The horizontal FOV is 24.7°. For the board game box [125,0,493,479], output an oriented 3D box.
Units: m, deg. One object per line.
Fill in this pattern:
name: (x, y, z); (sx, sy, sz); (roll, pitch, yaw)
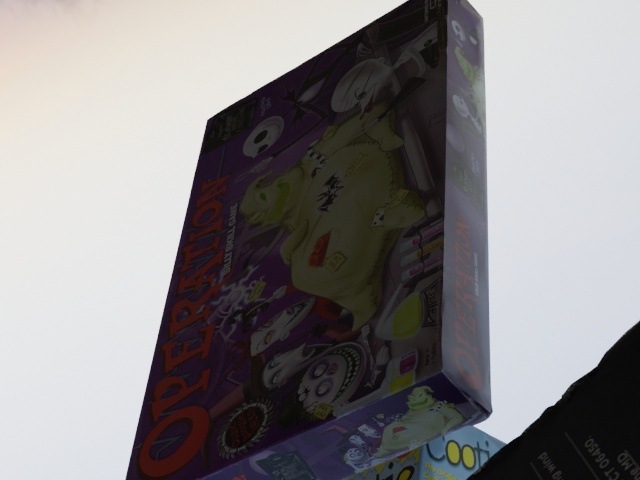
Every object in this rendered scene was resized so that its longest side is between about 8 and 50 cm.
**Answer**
board game box: (0.000, 0.000, 0.849); (0.208, 0.056, 0.346); (-32, -148, 28)

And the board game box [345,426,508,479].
board game box: (0.080, 0.304, 1.258); (0.142, 0.144, 0.275); (-29, -139, 43)

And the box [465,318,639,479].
box: (0.132, 0.262, 0.550); (0.312, 0.343, 0.179); (-42, -148, 9)
